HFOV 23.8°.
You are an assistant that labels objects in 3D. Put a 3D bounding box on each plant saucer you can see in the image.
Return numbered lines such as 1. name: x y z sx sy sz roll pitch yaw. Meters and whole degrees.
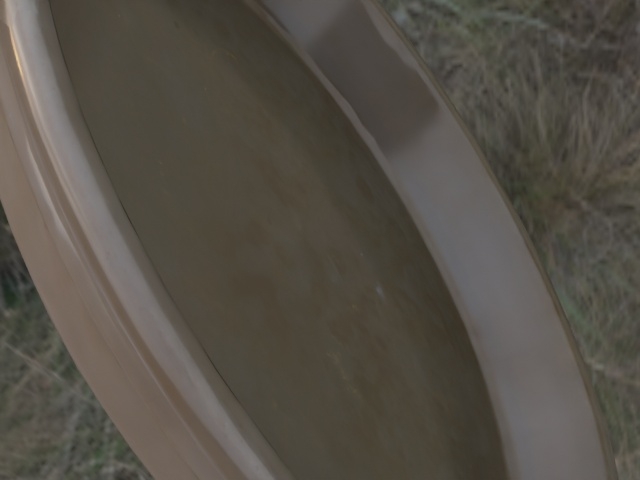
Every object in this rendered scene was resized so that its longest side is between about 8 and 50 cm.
1. plant saucer: 0.000 0.000 0.432 0.041 0.278 0.278 -32 66 22
